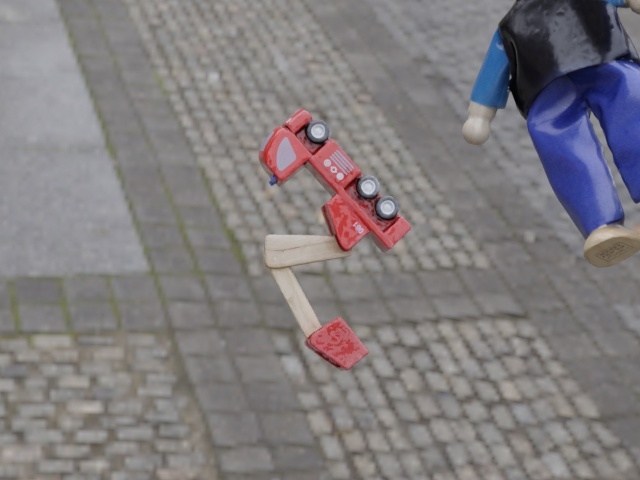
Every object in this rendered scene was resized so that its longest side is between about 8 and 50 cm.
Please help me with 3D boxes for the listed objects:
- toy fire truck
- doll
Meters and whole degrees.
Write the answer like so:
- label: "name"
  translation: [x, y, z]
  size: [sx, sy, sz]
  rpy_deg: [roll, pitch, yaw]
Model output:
- label: "toy fire truck"
  translation: [0.000, 0.000, 1.339]
  size: [0.192, 0.135, 0.047]
  rpy_deg: [48, -7, 0]
- label: "doll"
  translation: [0.127, -0.082, 0.823]
  size: [0.046, 0.129, 0.189]
  rpy_deg: [13, 52, -48]
